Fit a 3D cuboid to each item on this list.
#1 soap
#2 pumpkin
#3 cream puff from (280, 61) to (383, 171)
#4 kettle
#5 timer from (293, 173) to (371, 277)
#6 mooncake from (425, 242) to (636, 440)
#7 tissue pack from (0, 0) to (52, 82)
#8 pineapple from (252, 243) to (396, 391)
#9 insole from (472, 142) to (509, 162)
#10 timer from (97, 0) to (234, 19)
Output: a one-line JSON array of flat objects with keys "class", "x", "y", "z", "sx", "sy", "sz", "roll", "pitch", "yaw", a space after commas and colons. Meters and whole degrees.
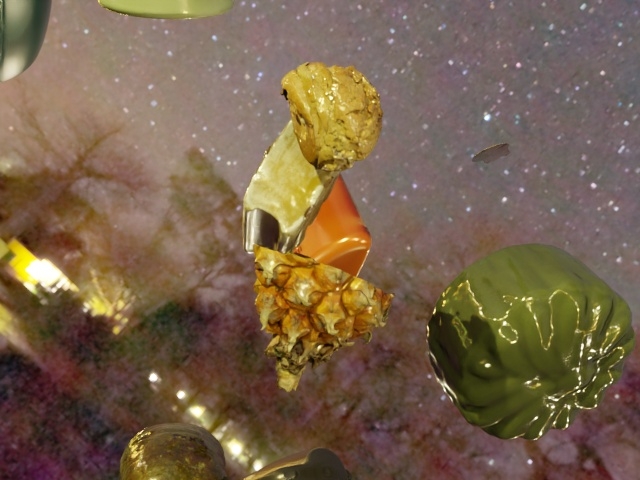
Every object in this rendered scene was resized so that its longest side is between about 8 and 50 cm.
[{"class": "soap", "x": -0.037, "y": -0.064, "z": 0.943, "sx": 0.089, "sy": 0.173, "sz": 0.274, "roll": 30, "pitch": -14, "yaw": 1}, {"class": "pumpkin", "x": -0.277, "y": 0.454, "z": 1.184, "sx": 0.232, "sy": 0.242, "sz": 0.325, "roll": 88, "pitch": -11, "yaw": -47}, {"class": "cream puff", "x": 0.017, "y": -0.137, "z": 0.745, "sx": 0.133, "sy": 0.104, "sz": 0.119, "roll": -129, "pitch": -157, "yaw": -51}, {"class": "kettle", "x": -0.070, "y": 0.475, "z": 1.292, "sx": 0.202, "sy": 0.232, "sz": 0.144, "roll": 19, "pitch": 43, "yaw": -35}, {"class": "timer", "x": 0.000, "y": 0.000, "z": 1.540, "sx": 0.161, "sy": 0.250, "sz": 0.257, "roll": 17, "pitch": 34, "yaw": -33}, {"class": "mooncake", "x": 0.381, "y": 0.192, "z": 1.228, "sx": 0.356, "sy": 0.356, "sz": 0.194, "roll": 54, "pitch": 7, "yaw": -32}, {"class": "tissue pack", "x": -0.436, "y": -0.325, "z": 0.835, "sx": 0.198, "sy": 0.206, "sz": 0.287, "roll": 60, "pitch": -32, "yaw": 9}, {"class": "pineapple", "x": 0.007, "y": 0.109, "z": 0.828, "sx": 0.139, "sy": 0.164, "sz": 0.250, "roll": 11, "pitch": -20, "yaw": 27}, {"class": "insole", "x": 0.293, "y": -0.147, "z": 1.155, "sx": 0.004, "sy": 0.064, "sz": 0.188, "roll": 67, "pitch": 20, "yaw": 7}, {"class": "timer", "x": -0.326, "y": -0.644, "z": 1.401, "sx": 0.290, "sy": 0.290, "sz": 0.315, "roll": 30, "pitch": -51, "yaw": 38}]
